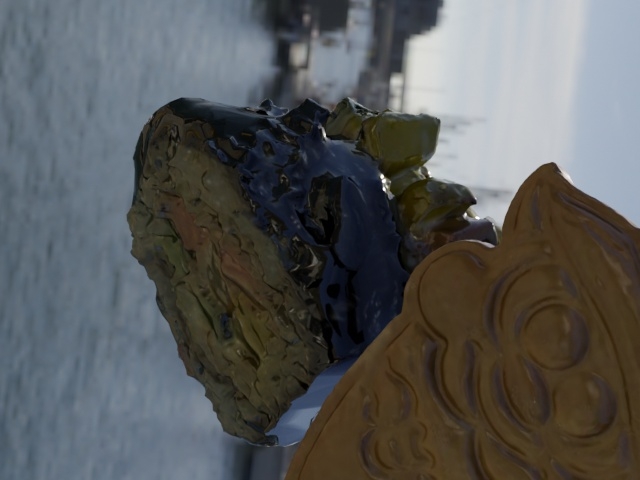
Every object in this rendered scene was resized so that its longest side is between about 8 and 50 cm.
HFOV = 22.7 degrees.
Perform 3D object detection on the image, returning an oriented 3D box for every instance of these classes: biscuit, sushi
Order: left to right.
[{"bbox_3d":[0.000,0.000,1.531,0.329,0.285,0.328,54,-29,17],"label":"sushi"},{"bbox_3d":[0.090,0.062,0.659,0.162,0.250,0.035,64,15,13],"label":"biscuit"}]
